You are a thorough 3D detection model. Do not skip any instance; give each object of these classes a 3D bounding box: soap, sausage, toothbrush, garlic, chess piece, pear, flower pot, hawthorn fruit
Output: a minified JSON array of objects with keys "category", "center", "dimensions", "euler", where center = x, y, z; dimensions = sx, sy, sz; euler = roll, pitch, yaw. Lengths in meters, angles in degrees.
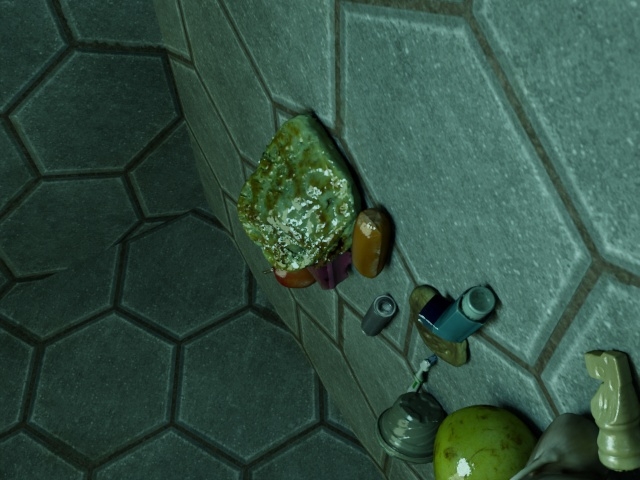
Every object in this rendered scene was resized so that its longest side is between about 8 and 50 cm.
[{"category":"soap","center":[0.000,0.000,2.265],"dimensions":[0.220,0.127,0.325],"euler":[51,162,42]},{"category":"sausage","center":[0.135,0.010,1.891],"dimensions":[0.105,0.105,0.274],"euler":[55,163,26]},{"category":"toothbrush","center":[0.301,0.427,2.152],"dimensions":[0.042,0.040,0.418],"euler":[55,163,21]},{"category":"garlic","center":[0.421,0.438,1.293],"dimensions":[0.246,0.340,0.231],"euler":[-7,76,44]},{"category":"chess piece","center":[0.508,0.283,1.201],"dimensions":[0.090,0.090,0.200],"euler":[-170,66,-71]},{"category":"pear","center":[0.392,0.524,1.632],"dimensions":[0.283,0.283,0.283],"euler":[55,163,26]},{"category":"flower pot","center":[0.289,0.557,2.138],"dimensions":[0.235,0.235,0.140],"euler":[48,136,44]},{"category":"hawthorn fruit","center":[-0.106,0.091,2.572],"dimensions":[0.196,0.225,0.197],"euler":[166,90,-73]}]

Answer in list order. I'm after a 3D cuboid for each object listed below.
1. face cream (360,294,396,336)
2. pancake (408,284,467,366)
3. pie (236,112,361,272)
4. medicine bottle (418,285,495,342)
[{"category":"face cream","center":[0.176,0.244,2.191],"dimensions":[0.073,0.073,0.283],"euler":[58,164,16]},{"category":"pancake","center":[0.299,0.229,1.813],"dimensions":[0.242,0.050,0.242],"euler":[55,164,25]},{"category":"pie","center":[-0.054,-0.125,1.997],"dimensions":[0.395,0.180,0.418],"euler":[47,126,23]},{"category":"medicine bottle","center":[0.313,0.161,1.588],"dimensions":[0.124,0.079,0.258],"euler":[43,160,8]}]
